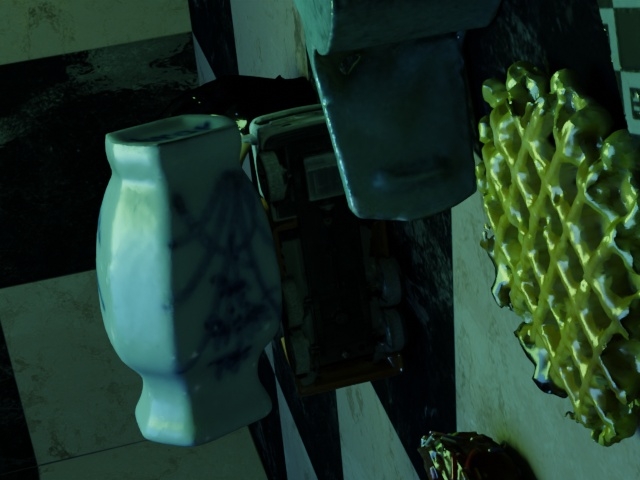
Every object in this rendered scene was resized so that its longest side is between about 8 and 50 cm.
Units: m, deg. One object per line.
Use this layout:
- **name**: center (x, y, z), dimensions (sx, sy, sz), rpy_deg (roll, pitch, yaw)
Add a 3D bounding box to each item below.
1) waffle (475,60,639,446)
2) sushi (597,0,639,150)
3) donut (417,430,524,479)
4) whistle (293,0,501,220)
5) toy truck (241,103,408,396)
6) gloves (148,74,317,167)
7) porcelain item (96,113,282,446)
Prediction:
- **waffle**: center (0.201, 0.004, 1.060), dimensions (0.312, 0.060, 0.307), rpy_deg (-125, 28, -64)
- **sushi**: center (0.234, -0.172, 0.735), dimensions (0.279, 0.043, 0.192), rpy_deg (151, 107, -79)
- **donut**: center (0.182, 0.319, 1.400), dimensions (0.216, 0.096, 0.230), rpy_deg (-140, 39, -69)
- **whistle**: center (0.064, -0.220, 1.226), dimensions (0.188, 0.168, 0.404), rpy_deg (-116, 18, -50)
- **toy truck**: center (0.000, 0.000, 1.773), dimensions (0.207, 0.173, 0.387), rpy_deg (-128, 28, -66)
- **gloves**: center (-0.153, -0.188, 2.074), dimensions (0.152, 0.301, 0.197), rpy_deg (61, 180, -30)
- **porcelain item**: center (-0.168, 0.050, 1.655), dimensions (0.178, 0.243, 0.405), rpy_deg (18, 119, 48)
